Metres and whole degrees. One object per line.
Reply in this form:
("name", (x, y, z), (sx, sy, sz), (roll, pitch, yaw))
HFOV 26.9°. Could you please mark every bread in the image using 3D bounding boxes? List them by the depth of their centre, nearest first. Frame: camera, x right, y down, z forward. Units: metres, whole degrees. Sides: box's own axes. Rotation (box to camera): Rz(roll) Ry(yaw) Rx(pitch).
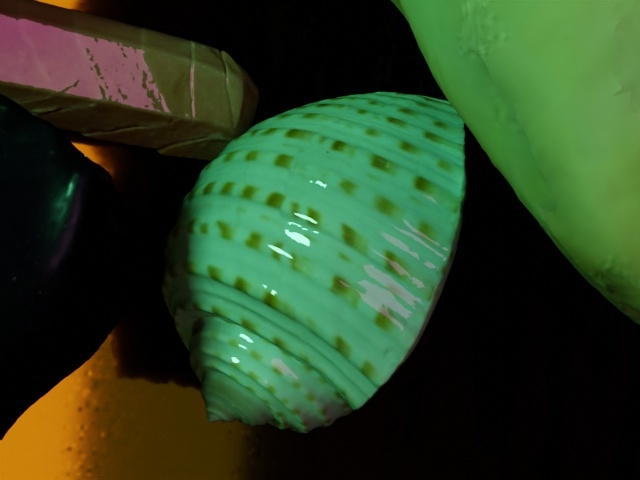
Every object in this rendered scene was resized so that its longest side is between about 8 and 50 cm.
("bread", (0.169, -0.140, 0.650), (0.253, 0.376, 0.348), (-43, 118, 11))

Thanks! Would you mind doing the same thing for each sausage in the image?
("sausage", (-0.103, -0.081, 0.696), (0.169, 0.065, 0.065), (11, 88, -24))

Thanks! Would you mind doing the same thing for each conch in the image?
("conch", (-0.011, -0.001, 0.687), (0.131, 0.172, 0.200), (15, 74, -6))

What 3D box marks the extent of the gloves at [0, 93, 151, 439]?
("gloves", (-0.228, 0.055, 0.596), (0.197, 0.152, 0.301), (34, 81, 21))
